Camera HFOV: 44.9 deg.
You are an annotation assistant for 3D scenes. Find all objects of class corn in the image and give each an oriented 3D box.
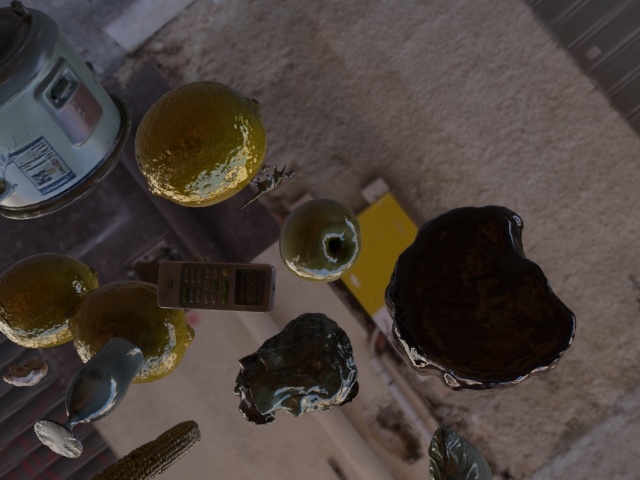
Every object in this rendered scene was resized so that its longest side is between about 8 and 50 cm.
[{"bbox_3d":[-0.427,0.545,1.890,0.320,0.097,0.097,-30,171,-34],"label":"corn"}]

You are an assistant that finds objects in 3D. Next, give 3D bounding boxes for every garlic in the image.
[{"bbox_3d":[-0.797,0.358,2.098,0.113,0.074,0.094,-4,-176,-16],"label":"garlic"}]

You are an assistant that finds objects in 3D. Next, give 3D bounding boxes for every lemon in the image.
[{"bbox_3d":[-0.709,0.154,1.999,0.267,0.267,0.267,-38,175,-4],"label":"lemon"},{"bbox_3d":[-0.459,0.221,1.863,0.253,0.311,0.253,-170,-90,-80],"label":"lemon"},{"bbox_3d":[-0.303,-0.245,1.972,0.336,0.336,0.336,-38,175,-4],"label":"lemon"}]

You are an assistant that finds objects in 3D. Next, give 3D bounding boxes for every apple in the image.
[{"bbox_3d":[0.000,0.000,2.366,0.262,0.262,0.262,-38,175,-4],"label":"apple"}]

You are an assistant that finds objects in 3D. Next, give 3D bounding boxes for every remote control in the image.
[{"bbox_3d":[-0.215,0.094,1.592,0.250,0.103,0.034,2,175,14],"label":"remote control"}]

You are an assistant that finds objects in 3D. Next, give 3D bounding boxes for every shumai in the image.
[{"bbox_3d":[-0.069,0.251,1.533,0.218,0.189,0.256,-11,-177,-39],"label":"shumai"}]

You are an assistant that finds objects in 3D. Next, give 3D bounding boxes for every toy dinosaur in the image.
[{"bbox_3d":[-0.145,-0.147,2.173,0.126,0.039,0.162,20,97,-45],"label":"toy dinosaur"}]

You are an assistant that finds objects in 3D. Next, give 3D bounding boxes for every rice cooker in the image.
[{"bbox_3d":[-0.444,-0.183,1.177,0.264,0.316,0.317,1,-165,27],"label":"rice cooker"}]

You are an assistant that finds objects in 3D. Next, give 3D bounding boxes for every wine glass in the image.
[{"bbox_3d":[-0.376,0.254,1.288,0.093,0.093,0.202,-43,-170,44],"label":"wine glass"}]

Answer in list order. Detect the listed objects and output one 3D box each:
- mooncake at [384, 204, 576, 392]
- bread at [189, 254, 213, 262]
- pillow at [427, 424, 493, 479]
[{"bbox_3d":[0.313,0.131,1.612,0.351,0.381,0.212,-8,158,0],"label":"mooncake"},{"bbox_3d":[-0.279,0.091,1.791,0.106,0.082,0.125,-63,-174,-12],"label":"bread"},{"bbox_3d":[0.350,0.616,1.917,0.138,0.283,0.310,-12,144,22],"label":"pillow"}]
